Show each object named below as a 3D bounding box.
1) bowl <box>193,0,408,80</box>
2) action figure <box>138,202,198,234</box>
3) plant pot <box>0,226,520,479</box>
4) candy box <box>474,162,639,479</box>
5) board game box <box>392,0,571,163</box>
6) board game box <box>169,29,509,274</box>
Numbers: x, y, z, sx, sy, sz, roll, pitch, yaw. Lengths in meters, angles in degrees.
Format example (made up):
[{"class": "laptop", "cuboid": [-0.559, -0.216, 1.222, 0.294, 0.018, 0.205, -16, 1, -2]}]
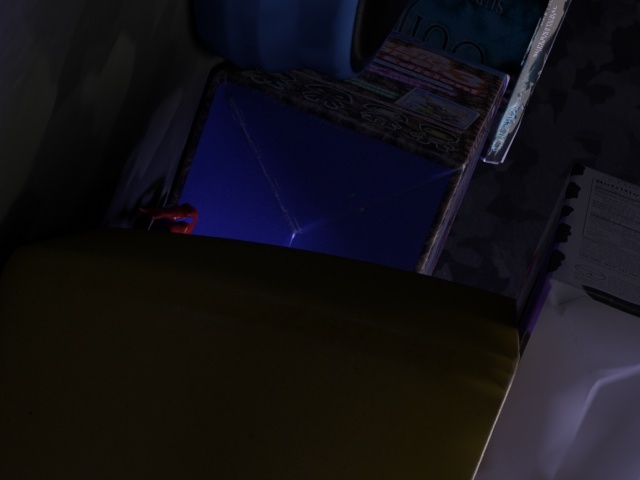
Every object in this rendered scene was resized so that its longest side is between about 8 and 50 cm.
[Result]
[{"class": "bowl", "cuboid": [0.050, -0.259, 0.769, 0.391, 0.077, 0.391, 22, 90, -86]}, {"class": "action figure", "cuboid": [-0.081, 0.003, 0.777, 0.115, 0.030, 0.038, -69, -175, -71]}, {"class": "plant pot", "cuboid": [-0.046, 0.098, 0.640, 0.212, 0.187, 0.212, -29, 140, -82]}, {"class": "candy box", "cuboid": [0.111, 0.070, 0.718, 0.196, 0.070, 0.164, -54, 165, -70]}, {"class": "board game box", "cuboid": [0.085, -0.149, 1.138, 0.026, 0.186, 0.126, 5, 112, -44]}, {"class": "board game box", "cuboid": [0.000, 0.000, 0.975, 0.291, 0.141, 0.232, -53, 165, -72]}]
